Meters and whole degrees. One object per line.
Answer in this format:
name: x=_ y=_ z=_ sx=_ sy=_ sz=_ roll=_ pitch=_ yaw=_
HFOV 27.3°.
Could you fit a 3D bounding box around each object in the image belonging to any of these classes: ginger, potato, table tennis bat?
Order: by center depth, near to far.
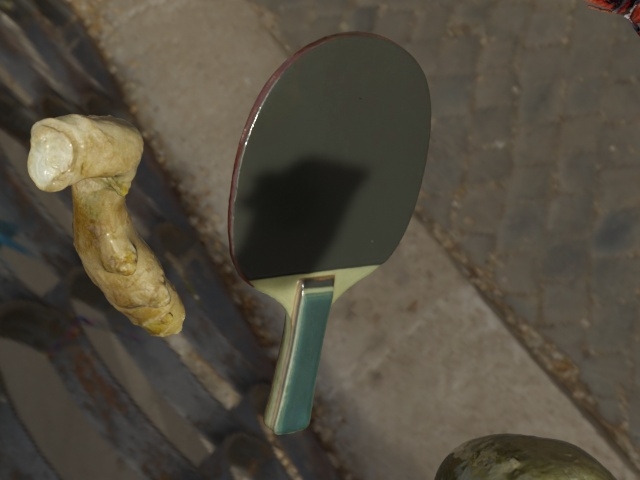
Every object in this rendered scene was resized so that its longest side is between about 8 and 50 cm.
table tennis bat: x=0.000 y=0.000 z=0.847 sx=0.021 sy=0.154 sz=0.274 roll=32 pitch=119 yaw=45
ginger: x=-0.138 y=-0.002 z=0.894 sx=0.075 sy=0.288 sz=0.089 roll=-31 pitch=68 yaw=-13
potato: x=0.179 y=0.246 z=0.991 sx=0.160 sy=0.178 sz=0.235 roll=-42 pitch=67 yaw=16

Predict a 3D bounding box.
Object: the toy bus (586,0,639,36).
toy bus: x=0.090 y=-0.197 z=0.583 sx=0.073 sy=0.096 sz=0.235 roll=-51 pitch=50 yaw=39
